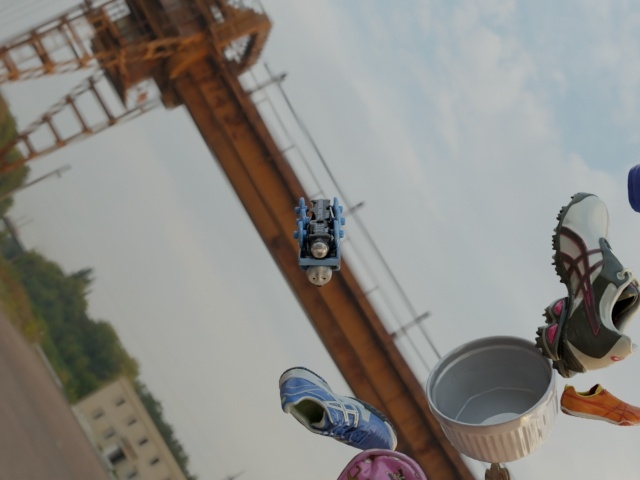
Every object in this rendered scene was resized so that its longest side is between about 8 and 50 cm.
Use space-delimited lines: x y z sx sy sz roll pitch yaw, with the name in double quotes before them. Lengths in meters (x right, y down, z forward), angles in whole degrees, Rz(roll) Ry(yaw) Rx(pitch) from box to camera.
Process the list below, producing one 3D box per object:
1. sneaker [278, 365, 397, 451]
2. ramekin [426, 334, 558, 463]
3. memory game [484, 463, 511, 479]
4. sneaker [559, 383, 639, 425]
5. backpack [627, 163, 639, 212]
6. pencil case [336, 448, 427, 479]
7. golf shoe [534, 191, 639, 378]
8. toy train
"sneaker" 0.023 0.280 1.571 0.211 0.080 0.081 29 25 -8
"ramekin" 0.282 0.258 1.624 0.207 0.207 0.109 38 -26 53
"memory game" 0.292 0.446 1.623 0.186 0.012 0.186 176 -90 -80
"sneaker" 0.525 0.299 1.851 0.064 0.175 0.067 -175 -83 -79
"backpack" 0.562 -0.082 1.672 0.101 0.120 0.098 150 -62 -64
"pencil case" 0.145 0.444 1.437 0.167 0.160 0.386 11 -30 39
"golf shoe" 0.364 0.052 1.318 0.120 0.272 0.105 -14 -41 39
"toy train" 0.000 0.000 1.585 0.184 0.080 0.105 -90 178 -66
